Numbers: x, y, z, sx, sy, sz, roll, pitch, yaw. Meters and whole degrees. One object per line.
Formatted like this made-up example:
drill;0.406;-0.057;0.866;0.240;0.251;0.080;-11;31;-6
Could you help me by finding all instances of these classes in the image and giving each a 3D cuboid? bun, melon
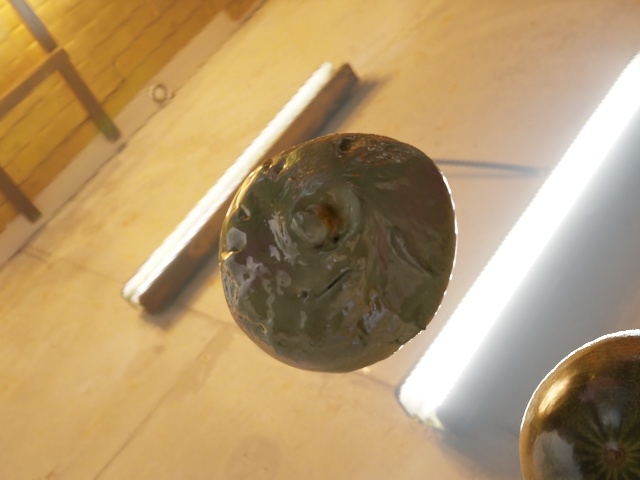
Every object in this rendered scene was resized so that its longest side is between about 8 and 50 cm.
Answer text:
bun;0.000;0.000;0.930;0.283;0.179;0.283;-10;-112;26
melon;0.314;0.203;0.823;0.237;0.302;0.237;-5;-101;29
